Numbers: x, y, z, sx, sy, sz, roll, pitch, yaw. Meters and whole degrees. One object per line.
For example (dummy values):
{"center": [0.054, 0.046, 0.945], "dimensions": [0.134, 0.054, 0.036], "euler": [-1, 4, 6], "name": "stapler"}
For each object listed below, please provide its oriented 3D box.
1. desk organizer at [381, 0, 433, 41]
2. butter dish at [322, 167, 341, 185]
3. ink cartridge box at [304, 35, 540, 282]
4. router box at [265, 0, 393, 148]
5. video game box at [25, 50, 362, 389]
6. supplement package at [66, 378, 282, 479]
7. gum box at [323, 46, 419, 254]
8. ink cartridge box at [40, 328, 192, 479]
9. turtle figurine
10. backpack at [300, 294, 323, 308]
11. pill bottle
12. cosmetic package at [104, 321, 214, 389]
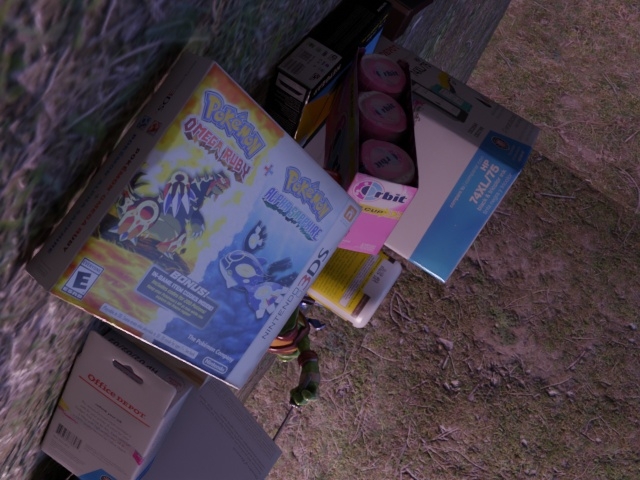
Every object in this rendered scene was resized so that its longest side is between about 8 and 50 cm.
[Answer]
{"center": [0.110, -0.309, 0.962], "dimensions": [0.050, 0.047, 0.130], "euler": [-58, 174, 38], "name": "desk organizer"}
{"center": [-0.084, -0.017, 0.678], "dimensions": [0.159, 0.118, 0.160], "euler": [-4, 125, -35], "name": "butter dish"}
{"center": [0.128, -0.122, 1.025], "dimensions": [0.197, 0.270, 0.198], "euler": [-62, 172, 32], "name": "ink cartridge box"}
{"center": [0.003, -0.178, 0.800], "dimensions": [0.179, 0.046, 0.133], "euler": [-52, 173, -34], "name": "router box"}
{"center": [-0.079, -0.004, 0.552], "dimensions": [0.205, 0.048, 0.187], "euler": [40, 80, -46], "name": "video game box"}
{"center": [-0.216, 0.329, 0.944], "dimensions": [0.177, 0.175, 0.293], "euler": [-36, -175, 30], "name": "supplement package"}
{"center": [0.047, -0.095, 0.738], "dimensions": [0.107, 0.062, 0.189], "euler": [117, -19, -49], "name": "gum box"}
{"center": [-0.200, 0.166, 0.732], "dimensions": [0.181, 0.104, 0.061], "euler": [-59, 173, 29], "name": "ink cartridge box"}
{"center": [-0.099, 0.177, 1.103], "dimensions": [0.274, 0.198, 0.266], "euler": [-31, 151, -11], "name": "turtle figurine"}
{"center": [0.000, 0.063, 1.440], "dimensions": [0.117, 0.173, 0.158], "euler": [-48, 171, -52], "name": "backpack"}
{"center": [0.005, 0.027, 1.091], "dimensions": [0.117, 0.215, 0.117], "euler": [-55, 174, -9], "name": "pill bottle"}
{"center": [-0.147, 0.094, 0.720], "dimensions": [0.041, 0.115, 0.060], "euler": [-56, 173, 4], "name": "cosmetic package"}
